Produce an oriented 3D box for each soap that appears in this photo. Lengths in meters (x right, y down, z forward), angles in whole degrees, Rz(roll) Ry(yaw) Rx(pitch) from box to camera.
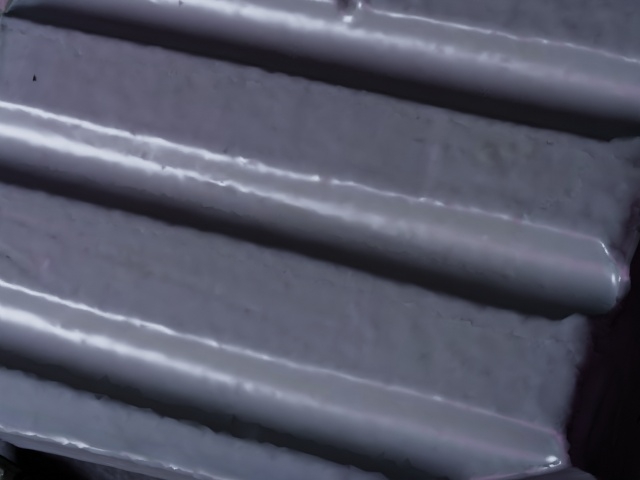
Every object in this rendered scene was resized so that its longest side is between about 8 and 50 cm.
[{"bbox_3d":[0.000,0.000,1.033,0.435,0.350,0.213,11,162,22],"label":"soap"}]

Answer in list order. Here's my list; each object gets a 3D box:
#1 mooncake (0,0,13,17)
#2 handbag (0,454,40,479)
[{"bbox_3d":[-0.201,-0.131,1.223,0.130,0.073,0.125,-32,111,0],"label":"mooncake"},{"bbox_3d":[-0.248,0.375,1.492,0.327,0.162,0.325,39,122,8],"label":"handbag"}]
